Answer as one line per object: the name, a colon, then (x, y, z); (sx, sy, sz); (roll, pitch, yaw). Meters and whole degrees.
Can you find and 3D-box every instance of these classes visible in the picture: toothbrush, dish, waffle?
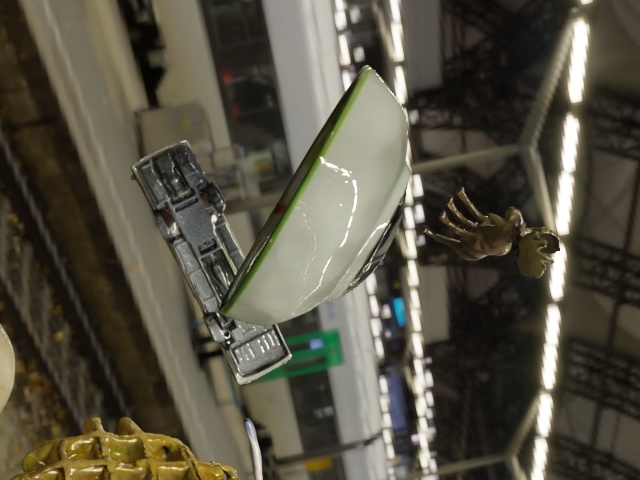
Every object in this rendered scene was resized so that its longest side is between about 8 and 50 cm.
toothbrush: (-0.111, 0.413, 2.121); (0.021, 0.027, 0.269); (-67, 156, -54)
dish: (0.019, -0.027, 1.384); (0.324, 0.124, 0.324); (-58, -175, 7)
waffle: (-0.257, 0.389, 1.675); (0.380, 0.382, 0.095); (-49, 159, -58)

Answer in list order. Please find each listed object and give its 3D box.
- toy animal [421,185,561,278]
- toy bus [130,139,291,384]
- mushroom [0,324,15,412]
toy animal: (0.275, -0.008, 1.927); (0.186, 0.094, 0.214); (38, -15, -4)
toy bus: (-0.150, 0.029, 1.703); (0.343, 0.097, 0.138); (64, -8, -8)
mushroom: (-0.494, 0.155, 1.520); (0.215, 0.207, 0.207); (27, -43, 45)
